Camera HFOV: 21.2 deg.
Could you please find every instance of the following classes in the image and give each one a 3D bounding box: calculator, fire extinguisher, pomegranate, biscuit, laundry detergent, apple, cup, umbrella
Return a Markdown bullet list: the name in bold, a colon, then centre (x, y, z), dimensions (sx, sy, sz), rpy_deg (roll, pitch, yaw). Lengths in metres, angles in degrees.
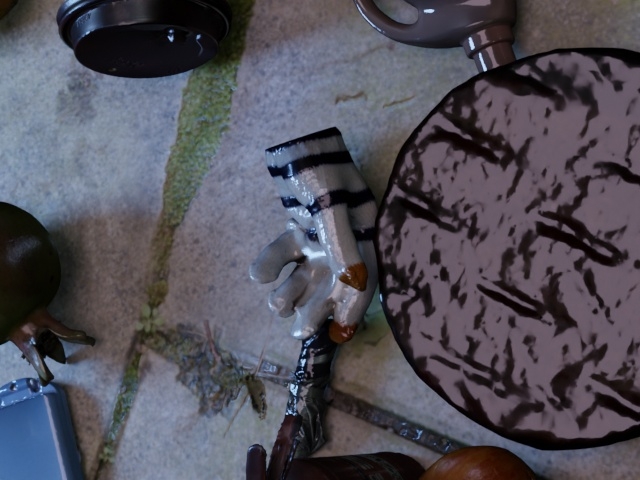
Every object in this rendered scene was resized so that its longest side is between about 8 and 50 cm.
- **calculator**: centre (-0.337, 0.265, 2.003), dimensions (0.121, 0.039, 0.210), rpy_deg (-21, 77, 24)
- **fire extinguisher**: centre (0.008, 0.243, 1.673), dimensions (0.107, 0.337, 0.147), rpy_deg (7, 88, 25)
- **pomegranate**: centre (-0.364, 0.064, 1.972), dimensions (0.224, 0.181, 0.181), rpy_deg (43, 104, 6)
- **biscuit**: centre (0.254, 0.008, 1.717), dimensions (0.407, 0.091, 0.407), rpy_deg (-3, 83, 24)
- **laundry detergent**: centre (0.117, -0.270, 1.819), dimensions (0.171, 0.076, 0.237), rpy_deg (-23, 78, 23)
- **apple**: centre (0.162, 0.272, 1.707), dimensions (0.147, 0.146, 0.146), rpy_deg (-3, 84, 26)
- **cup**: centre (-0.205, -0.331, 1.925), dimensions (0.196, 0.196, 0.279), rpy_deg (-14, 72, 24)
- **umbrella**: centre (-0.014, 0.175, 1.851), dimensions (0.050, 0.046, 0.188), rpy_deg (17, 93, 46)

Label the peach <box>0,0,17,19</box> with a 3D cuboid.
- **peach**: centre (-0.479, -0.315, 2.053), dimensions (0.236, 0.214, 0.214), rpy_deg (13, 91, 9)

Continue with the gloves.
- **gloves**: centre (0.006, -0.003, 1.818), dimensions (0.140, 0.131, 0.218), rpy_deg (-15, 96, 38)
